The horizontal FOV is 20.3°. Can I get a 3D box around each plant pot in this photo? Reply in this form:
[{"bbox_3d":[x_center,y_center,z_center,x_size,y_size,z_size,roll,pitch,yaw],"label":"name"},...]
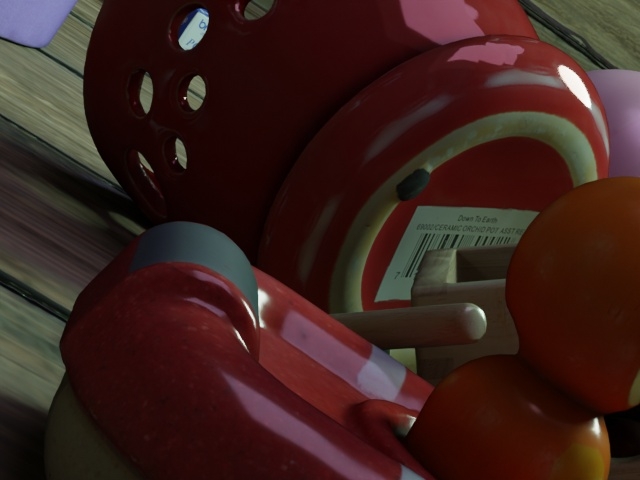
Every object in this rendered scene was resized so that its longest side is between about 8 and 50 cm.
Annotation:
[{"bbox_3d":[0.018,-0.048,0.773,0.191,0.191,0.174,27,14,-47],"label":"plant pot"}]

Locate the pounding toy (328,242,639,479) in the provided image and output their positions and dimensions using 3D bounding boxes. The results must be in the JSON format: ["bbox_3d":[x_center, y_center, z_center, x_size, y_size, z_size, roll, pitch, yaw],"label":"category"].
[{"bbox_3d":[0.059,0.056,0.608,0.206,0.094,0.181,-5,5,6],"label":"pounding toy"}]

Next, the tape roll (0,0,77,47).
[{"bbox_3d":[-0.254,-0.227,1.057,0.275,0.090,0.275,34,8,-5],"label":"tape roll"}]

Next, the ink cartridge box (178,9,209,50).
[{"bbox_3d":[-0.063,-0.152,1.556,0.207,0.046,0.097,28,10,-40],"label":"ink cartridge box"}]

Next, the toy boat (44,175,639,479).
[{"bbox_3d":[0.053,0.052,0.461,0.231,0.151,0.151,34,8,-9],"label":"toy boat"}]

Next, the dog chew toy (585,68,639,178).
[{"bbox_3d":[0.232,0.044,1.129,0.332,0.206,0.207,48,13,28],"label":"dog chew toy"}]
